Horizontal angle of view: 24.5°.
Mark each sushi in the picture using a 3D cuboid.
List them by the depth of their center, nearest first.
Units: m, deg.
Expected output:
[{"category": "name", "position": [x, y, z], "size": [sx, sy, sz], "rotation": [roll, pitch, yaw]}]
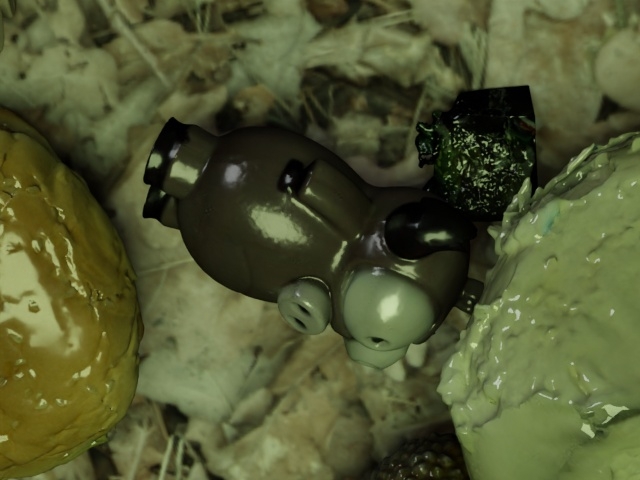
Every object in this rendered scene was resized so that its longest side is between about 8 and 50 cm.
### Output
[{"category": "sushi", "position": [0.111, -0.059, 1.048], "size": [0.085, 0.056, 0.083], "rotation": [-5, 119, 7]}]

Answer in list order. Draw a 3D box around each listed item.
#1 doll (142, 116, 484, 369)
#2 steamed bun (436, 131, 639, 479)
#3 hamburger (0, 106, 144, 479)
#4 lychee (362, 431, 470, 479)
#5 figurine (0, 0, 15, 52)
[{"category": "doll", "position": [-0.001, -0.002, 1.031], "size": [0.257, 0.182, 0.117], "rotation": [29, 68, 5]}, {"category": "steamed bun", "position": [0.239, 0.077, 0.984], "size": [0.334, 0.233, 0.312], "rotation": [-25, 137, -3]}, {"category": "hamburger", "position": [-0.261, 0.045, 1.082], "size": [0.259, 0.144, 0.283], "rotation": [-32, 111, 14]}, {"category": "lychee", "position": [0.089, 0.243, 1.112], "size": [0.165, 0.165, 0.197], "rotation": [-1, 98, 6]}, {"category": "figurine", "position": [-0.278, -0.208, 0.973], "size": [0.102, 0.111, 0.195], "rotation": [-4, 133, 6]}]
